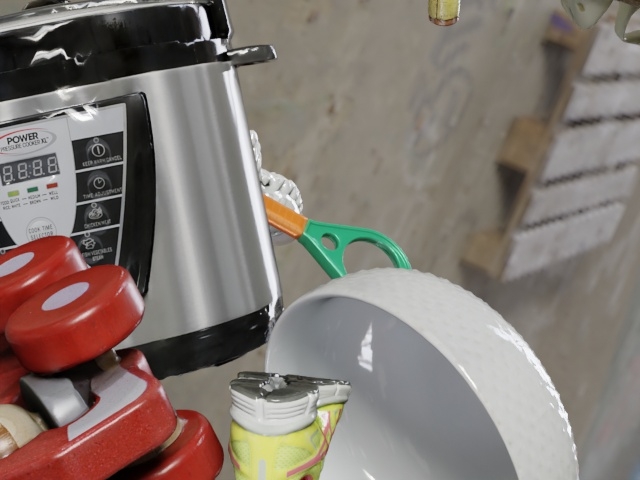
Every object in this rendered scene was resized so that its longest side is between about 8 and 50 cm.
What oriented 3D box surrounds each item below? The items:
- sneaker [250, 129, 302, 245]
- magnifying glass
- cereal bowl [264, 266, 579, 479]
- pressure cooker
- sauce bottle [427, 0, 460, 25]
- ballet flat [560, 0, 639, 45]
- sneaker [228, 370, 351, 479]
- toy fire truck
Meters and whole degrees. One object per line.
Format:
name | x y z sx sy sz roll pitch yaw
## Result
sneaker | -0.096 -0.039 2.045 0.292 0.110 0.118 48 35 -64
magnifying glass | 0.000 0.000 1.857 0.026 0.231 0.092 -47 -164 51
cereal bowl | 0.107 0.170 1.502 0.141 0.339 0.339 -29 142 -35
pressure cooker | -0.249 -0.072 1.582 0.370 0.376 0.420 -15 96 -46
sauce bottle | 0.156 -0.329 2.042 0.042 0.042 0.128 -46 150 -40
ballet flat | 0.302 -0.246 1.601 0.316 0.107 0.106 16 123 -26
sneaker | -0.029 0.144 1.177 0.208 0.082 0.094 6 88 -78
toy fire truck | -0.235 0.139 1.204 0.254 0.302 0.169 -33 112 -17
